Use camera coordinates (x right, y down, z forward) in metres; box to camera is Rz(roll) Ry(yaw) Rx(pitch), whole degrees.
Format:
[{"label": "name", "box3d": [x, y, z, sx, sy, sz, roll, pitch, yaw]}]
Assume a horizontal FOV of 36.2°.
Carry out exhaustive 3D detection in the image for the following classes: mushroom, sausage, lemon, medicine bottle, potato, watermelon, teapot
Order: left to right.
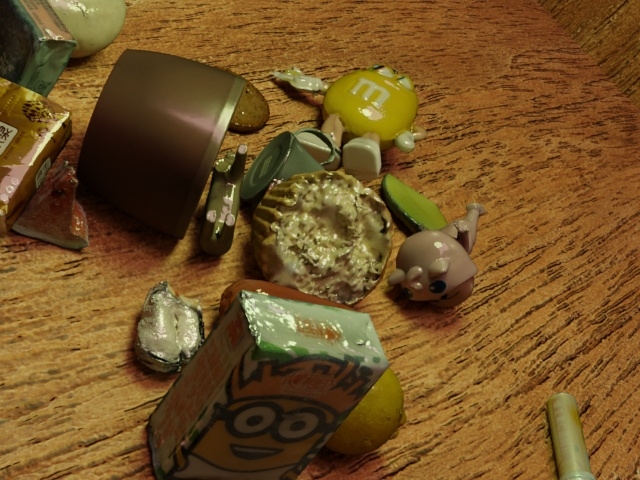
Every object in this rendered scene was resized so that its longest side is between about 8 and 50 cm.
[{"label": "watermelon", "box3d": [-0.436, -0.069, 1.561, 0.121, 0.158, 0.098, -2, 50, -6]}, {"label": "mushroom", "box3d": [-0.494, -0.473, 1.875, 0.246, 0.202, 0.246, 15, 39, -13]}, {"label": "sausage", "box3d": [-0.052, 0.138, 1.682, 0.259, 0.113, 0.114, 18, 41, -28]}, {"label": "teapot", "box3d": [-0.047, -0.115, 1.917, 0.149, 0.162, 0.239, 35, 65, -21]}, {"label": "lemon", "box3d": [0.050, 0.259, 1.590, 0.206, 0.173, 0.173, 29, 37, -12]}, {"label": "potato", "box3d": [0.199, -0.065, 2.159, 0.198, 0.054, 0.119, 42, 37, 12]}, {"label": "medicine bottle", "box3d": [0.483, 0.399, 1.898, 0.073, 0.074, 0.218, 25, 37, -18]}]

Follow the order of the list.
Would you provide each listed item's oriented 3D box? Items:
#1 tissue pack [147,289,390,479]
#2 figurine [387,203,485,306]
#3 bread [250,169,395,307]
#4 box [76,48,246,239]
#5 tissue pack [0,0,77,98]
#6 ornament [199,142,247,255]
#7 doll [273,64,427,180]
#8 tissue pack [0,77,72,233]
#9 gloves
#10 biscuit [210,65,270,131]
[{"label": "tissue pack", "box3d": [-0.080, 0.221, 1.399, 0.227, 0.311, 0.128, 12, 40, -33]}, {"label": "figurine", "box3d": [0.265, 0.043, 2.004, 0.186, 0.176, 0.287, 61, 31, -8]}, {"label": "bread", "box3d": [0.000, 0.000, 1.797, 0.274, 0.274, 0.149, 15, 4, -29]}, {"label": "box", "box3d": [-0.278, -0.175, 1.682, 0.216, 0.301, 0.301, 21, 39, -6]}, {"label": "tissue pack", "box3d": [-0.562, -0.369, 1.679, 0.103, 0.228, 0.316, -16, 63, -49]}, {"label": "ornament", "box3d": [-0.174, -0.082, 1.771, 0.061, 0.245, 0.230, 11, 67, -7]}, {"label": "doll", "box3d": [0.073, -0.276, 2.196, 0.347, 0.161, 0.423, 7, 41, -17]}, {"label": "tissue pack", "box3d": [-0.518, -0.140, 1.532, 0.183, 0.092, 0.226, 23, 55, -1]}, {"label": "gloves", "box3d": [-0.237, 0.145, 1.549, 0.114, 0.070, 0.153, 29, 37, -24]}, {"label": "biscuit", "box3d": [-0.194, -0.301, 2.091, 0.187, 0.027, 0.188, 22, 39, -19]}]
